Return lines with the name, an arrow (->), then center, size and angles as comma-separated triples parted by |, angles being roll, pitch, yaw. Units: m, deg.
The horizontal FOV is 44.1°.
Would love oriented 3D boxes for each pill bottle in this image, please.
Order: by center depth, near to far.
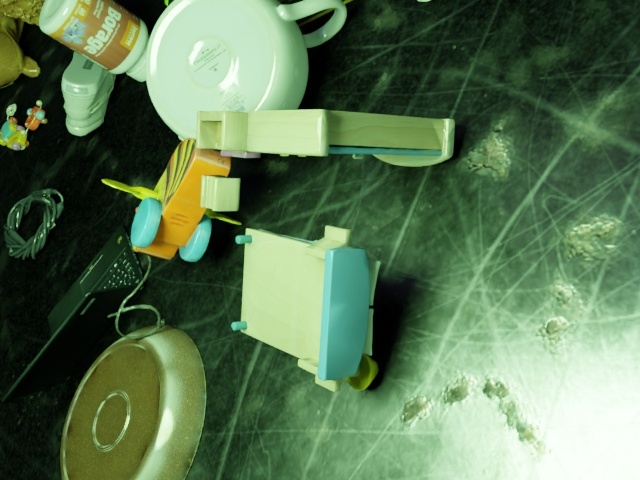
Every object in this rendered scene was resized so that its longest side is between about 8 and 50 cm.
pill bottle -> -0.408, -0.394, 1.499 | 0.121, 0.216, 0.121 | -23, 54, 36

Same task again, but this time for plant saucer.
plant saucer -> -0.284, 0.262, 1.134 | 0.310, 0.050, 0.311 | -24, 52, 34

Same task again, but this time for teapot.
teapot -> -0.113, -0.250, 1.159 | 0.256, 0.187, 0.253 | 15, 99, 22

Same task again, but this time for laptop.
laptop -> -0.408, 0.108, 1.276 | 0.234, 0.136, 0.264 | -48, 42, 13

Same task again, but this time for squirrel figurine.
squirrel figurine -> -0.805, -0.573, 1.970 | 0.397, 0.281, 0.371 | -41, 51, 25

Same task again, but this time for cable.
cable -> -0.589, -0.030, 1.614 | 0.184, 0.047, 0.151 | -4, 71, 41

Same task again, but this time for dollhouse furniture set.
dollhouse furniture set -> 0.000, 0.000, 0.956 | 0.286, 0.198, 0.304 | 11, 100, 51

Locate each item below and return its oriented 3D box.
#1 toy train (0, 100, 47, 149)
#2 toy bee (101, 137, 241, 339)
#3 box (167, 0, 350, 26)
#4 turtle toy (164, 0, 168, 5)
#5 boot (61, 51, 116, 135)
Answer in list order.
toy train -> -0.690, -0.265, 1.843 | 0.166, 0.046, 0.125 | 14, 78, 45
toy bee -> -0.231, -0.035, 1.124 | 0.298, 0.195, 0.162 | -41, 36, 11
box -> -0.104, -0.433, 1.282 | 0.321, 0.079, 0.257 | -21, 52, 24
turtle toy -> -0.241, -0.468, 1.486 | 0.130, 0.066, 0.095 | -13, 59, 40
boot -> -0.467, -0.315, 1.609 | 0.258, 0.095, 0.123 | -81, 5, -55
